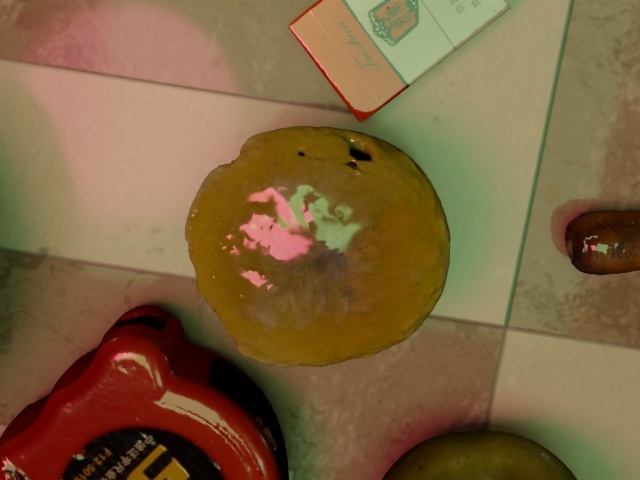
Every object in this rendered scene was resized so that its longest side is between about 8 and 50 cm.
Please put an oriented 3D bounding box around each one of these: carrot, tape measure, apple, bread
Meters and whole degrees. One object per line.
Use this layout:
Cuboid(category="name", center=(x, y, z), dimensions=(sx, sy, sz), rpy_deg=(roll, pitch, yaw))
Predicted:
Cuboid(category="carrot", center=(0.287, -0.004, 0.768), dimensions=(0.161, 0.055, 0.055), rpy_deg=(-6, 102, -4))
Cuboid(category="tape measure", center=(-0.157, 0.205, 0.796), dimensions=(0.253, 0.114, 0.260), rpy_deg=(-44, 101, 10))
Cuboid(category="apple", center=(0.135, 0.256, 0.761), dimensions=(0.196, 0.196, 0.157), rpy_deg=(-3, 125, 3))
Cuboid(category="bread", center=(0.003, -0.002, 0.715), dimensions=(0.197, 0.170, 0.197), rpy_deg=(1, 102, 4))

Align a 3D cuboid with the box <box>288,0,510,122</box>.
Cuboid(category="box", center=(0.063, -0.181, 0.741), dimensions=(0.152, 0.048, 0.100), rpy_deg=(-36, 96, 11))
